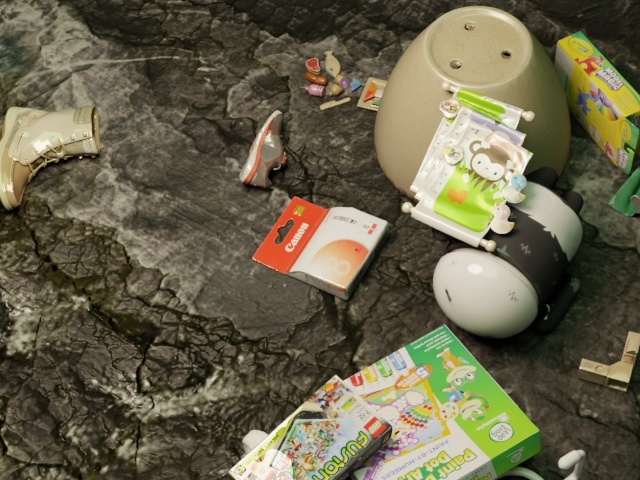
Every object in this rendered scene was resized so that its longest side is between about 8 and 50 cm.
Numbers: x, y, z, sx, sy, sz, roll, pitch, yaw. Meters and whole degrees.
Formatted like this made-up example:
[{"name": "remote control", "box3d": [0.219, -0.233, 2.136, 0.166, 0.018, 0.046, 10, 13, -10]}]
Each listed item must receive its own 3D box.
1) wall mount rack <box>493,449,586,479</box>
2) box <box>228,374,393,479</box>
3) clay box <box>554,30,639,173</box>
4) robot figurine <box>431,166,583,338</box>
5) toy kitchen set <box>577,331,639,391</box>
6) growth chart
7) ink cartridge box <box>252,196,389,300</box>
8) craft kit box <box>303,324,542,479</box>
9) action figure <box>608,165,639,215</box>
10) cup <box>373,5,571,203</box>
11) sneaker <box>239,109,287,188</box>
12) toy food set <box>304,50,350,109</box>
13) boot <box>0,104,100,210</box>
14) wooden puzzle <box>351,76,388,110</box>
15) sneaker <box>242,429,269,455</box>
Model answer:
[{"name": "wall mount rack", "box3d": [0.287, 0.440, 1.602, 0.304, 0.130, 0.350, -31, 58, -14]}, {"name": "box", "box3d": [-0.012, 0.290, 1.686, 0.114, 0.036, 0.207, 40, 65, 22]}, {"name": "clay box", "box3d": [0.465, -0.224, 2.032, 0.053, 0.127, 0.222, -26, 58, -12]}, {"name": "robot figurine", "box3d": [0.285, 0.019, 1.864, 0.209, 0.173, 0.278, 24, 62, 24]}, {"name": "toy kitchen set", "box3d": [0.427, 0.163, 1.811, 0.075, 0.068, 0.083, 15, 59, 16]}, {"name": "growth chart", "box3d": [0.223, -0.109, 1.806, 0.172, 0.021, 0.237, 17, 74, 15]}, {"name": "ink cartridge box", "box3d": [0.000, 0.000, 1.983, 0.179, 0.045, 0.145, 24, 61, 18]}, {"name": "craft kit box", "box3d": [0.141, 0.264, 1.754, 0.250, 0.061, 0.246, -29, 48, -13]}, {"name": "action figure", "box3d": [0.574, -0.130, 2.000, 0.137, 0.063, 0.232, 20, 57, 22]}, {"name": "cup", "box3d": [0.249, -0.235, 1.990, 0.331, 0.237, 0.331, -2, 59, 3]}, {"name": "sneaker", "box3d": [-0.085, -0.148, 2.095, 0.065, 0.061, 0.158, 26, 60, -9]}, {"name": "toy food set", "box3d": [0.006, -0.288, 2.189, 0.078, 0.019, 0.122, -19, 56, -7]}, {"name": "boot", "box3d": [-0.463, -0.147, 2.113, 0.165, 0.077, 0.213, -2, 53, 2]}, {"name": "wooden puzzle", "box3d": [0.107, -0.255, 2.159, 0.116, 0.014, 0.078, 9, 57, 12]}, {"name": "sneaker", "box3d": [-0.075, 0.371, 1.716, 0.115, 0.090, 0.232, -25, 56, -6]}]
